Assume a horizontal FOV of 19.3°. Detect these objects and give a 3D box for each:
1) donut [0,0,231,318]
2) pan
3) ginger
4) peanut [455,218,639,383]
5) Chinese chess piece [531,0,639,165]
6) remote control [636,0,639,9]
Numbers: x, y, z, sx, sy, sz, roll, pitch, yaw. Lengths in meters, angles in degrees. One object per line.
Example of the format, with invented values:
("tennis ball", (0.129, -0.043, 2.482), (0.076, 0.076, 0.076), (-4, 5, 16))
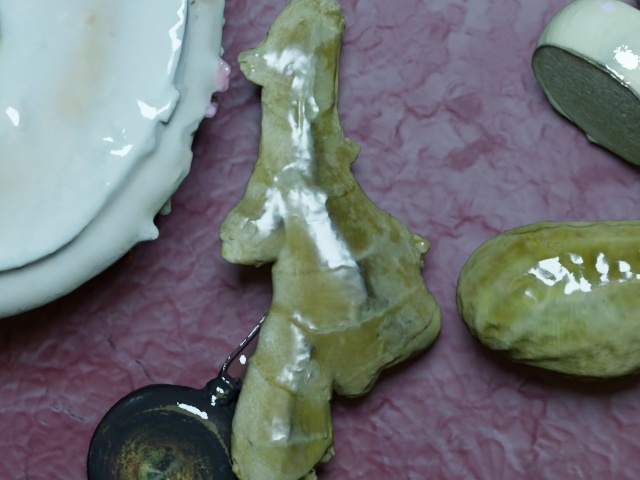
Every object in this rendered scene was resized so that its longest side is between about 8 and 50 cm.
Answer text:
("donut", (-0.240, -0.134, 1.234), (0.383, 0.142, 0.382), (0, 89, 6))
("pan", (-0.072, 0.114, 1.259), (0.115, 0.040, 0.212), (37, 93, 1))
("ginger", (0.000, 0.000, 1.230), (0.148, 0.081, 0.333), (-7, 88, -1))
("peanut", (0.200, 0.038, 1.206), (0.226, 0.095, 0.108), (-3, 103, 3))
("Chinese chess piece", (0.192, -0.101, 1.195), (0.122, 0.122, 0.051), (40, 77, 6))
("remote control", (0.358, -0.219, 1.170), (0.344, 0.145, 0.050), (-25, 90, 4))
